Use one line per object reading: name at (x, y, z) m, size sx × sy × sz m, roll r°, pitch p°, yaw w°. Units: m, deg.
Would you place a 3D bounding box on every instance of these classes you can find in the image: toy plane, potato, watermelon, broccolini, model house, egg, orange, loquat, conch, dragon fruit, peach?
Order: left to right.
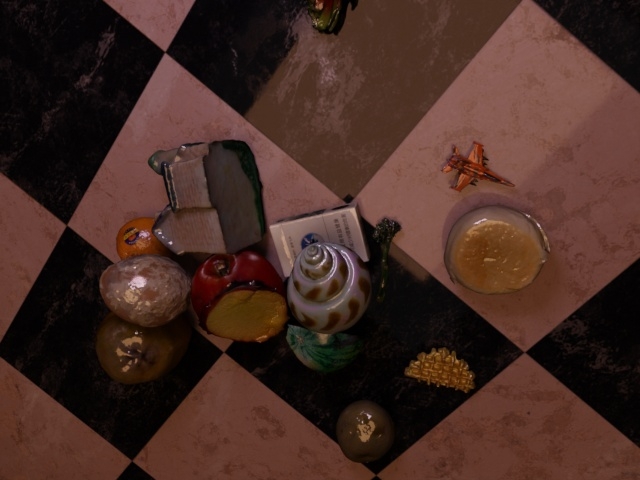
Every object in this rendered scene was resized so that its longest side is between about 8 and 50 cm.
loquat at (-0.538, 0.310, 1.451) m, size 0.275 × 0.284 × 0.276 m, roll -3°, pitch 103°, yaw -12°
orange at (-0.523, 0.013, 1.420) m, size 0.177 × 0.155 × 0.178 m, roll 1°, pitch 113°, yaw 2°
egg at (-0.477, 0.137, 1.297) m, size 0.245 × 0.203 × 0.203 m, roll 15°, pitch 114°, yaw -30°
model house at (-0.339, -0.117, 1.309) m, size 0.284 × 0.243 × 0.299 m, roll -4°, pitch 103°, yaw 22°
peach at (-0.222, 0.153, 1.372) m, size 0.257 × 0.201 × 0.362 m, roll -26°, pitch 142°, yaw 8°
dragon fruit at (-0.017, -0.647, 1.101) m, size 0.200 × 0.198 × 0.269 m, roll 20°, pitch 125°, yaw -6°
conch at (0.009, 0.122, 1.249) m, size 0.249 × 0.197 × 0.368 m, roll -4°, pitch 123°, yaw 15°
watermelon at (0.025, 0.307, 1.377) m, size 0.231 × 0.128 × 0.146 m, roll 19°, pitch 148°, yaw -34°
potato at (0.138, 0.600, 1.474) m, size 0.177 × 0.160 × 0.235 m, roll 36°, pitch 123°, yaw 21°
broccolini at (0.179, 0.061, 1.344) m, size 0.071 × 0.057 × 0.255 m, roll 23°, pitch 115°, yaw 50°
toy plane at (0.411, -0.178, 1.220) m, size 0.188 × 0.062 × 0.135 m, roll 18°, pitch 111°, yaw -9°

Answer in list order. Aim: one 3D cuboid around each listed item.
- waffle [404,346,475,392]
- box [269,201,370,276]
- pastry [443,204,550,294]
waffle at (0.365, 0.403, 1.415) m, size 0.192 × 0.046 × 0.160 m, roll 43°, pitch 109°, yaw -4°
box at (0.000, 0.000, 1.353) m, size 0.256 × 0.069 × 0.164 m, roll -12°, pitch 105°, yaw 15°
pastry at (0.452, 0.028, 1.230) m, size 0.264 × 0.133 × 0.265 m, roll 4°, pitch 109°, yaw 11°
